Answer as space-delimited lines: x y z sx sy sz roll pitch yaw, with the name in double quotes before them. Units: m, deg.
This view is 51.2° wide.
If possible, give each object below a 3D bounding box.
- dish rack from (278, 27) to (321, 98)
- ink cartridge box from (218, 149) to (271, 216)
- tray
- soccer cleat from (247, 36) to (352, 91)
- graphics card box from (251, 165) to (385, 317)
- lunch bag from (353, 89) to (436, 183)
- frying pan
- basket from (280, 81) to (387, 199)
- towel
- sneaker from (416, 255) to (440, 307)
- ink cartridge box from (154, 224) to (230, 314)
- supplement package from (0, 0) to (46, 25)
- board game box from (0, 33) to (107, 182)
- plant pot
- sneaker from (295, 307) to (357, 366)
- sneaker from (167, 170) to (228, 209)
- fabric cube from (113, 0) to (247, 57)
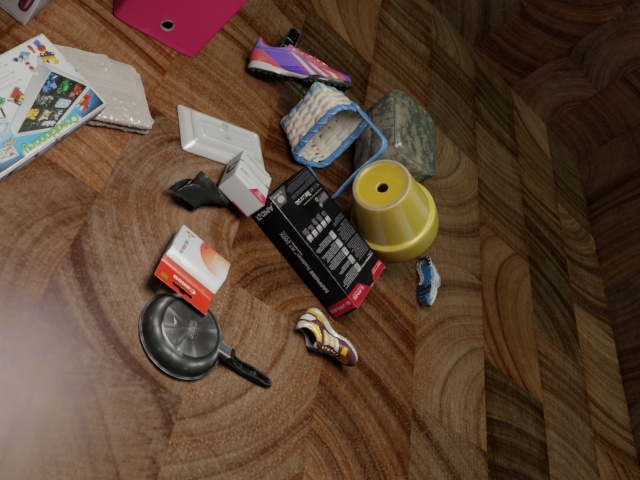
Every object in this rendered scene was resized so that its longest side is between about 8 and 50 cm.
"dish rack" -0.040 -0.540 2.175 0.271 0.074 0.208 41 40 -21
"ink cartridge box" -0.189 -0.146 1.691 0.109 0.063 0.150 47 23 -21
"tray" -0.252 -0.268 1.768 0.270 0.030 0.145 15 53 -43
"soccer cleat" -0.054 -0.522 1.995 0.318 0.108 0.117 11 85 -1
"graphics card box" 0.000 0.000 1.804 0.371 0.094 0.233 52 37 -8
"lunch bag" 0.211 -0.290 2.124 0.212 0.256 0.305 32 44 -32
"frying pan" -0.239 0.239 1.397 0.326 0.053 0.197 48 37 -7
"basket" 0.040 -0.297 1.936 0.201 0.254 0.289 9 47 -52
"towel" -0.515 -0.341 1.507 0.282 0.049 0.187 1 63 -48
"sneaker" 0.355 0.141 2.128 0.083 0.071 0.191 41 39 -30
"ink cartridge box" -0.274 0.060 1.451 0.145 0.045 0.179 42 20 -18
"supplement package" -0.686 -0.648 1.459 0.262 0.145 0.204 38 40 -23
"board game box" -0.595 -0.261 1.311 0.193 0.053 0.305 49 48 -12
"plant pot" 0.195 -0.096 1.894 0.239 0.253 0.254 58 20 -58
"sneaker" 0.011 0.259 1.656 0.185 0.069 0.084 47 46 -4
"sneaker" -0.287 -0.106 1.587 0.051 0.089 0.170 40 -9 28
"fabric cube" -0.366 -0.697 1.766 0.254 0.258 0.259 21 49 -40
